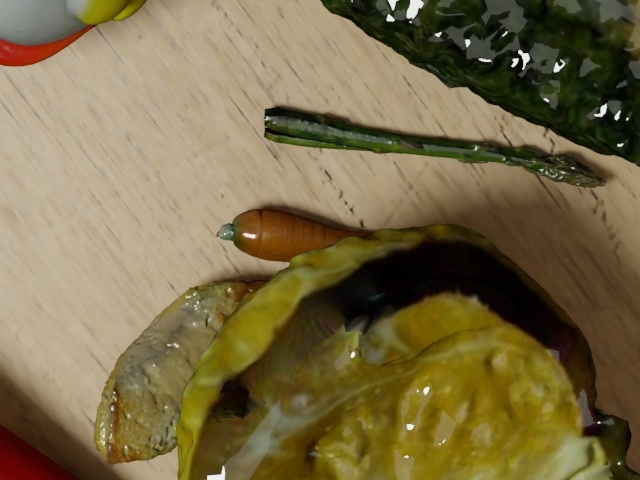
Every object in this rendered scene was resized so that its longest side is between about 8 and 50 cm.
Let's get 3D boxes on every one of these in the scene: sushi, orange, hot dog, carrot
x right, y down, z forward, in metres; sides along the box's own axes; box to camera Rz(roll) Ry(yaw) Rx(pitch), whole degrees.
[{"bbox_3d":[0.159,-0.215,0.847,0.352,0.178,0.294,29,97,-2],"label":"sushi"},{"bbox_3d":[0.049,0.173,0.903,0.270,0.210,0.369,-27,102,-18],"label":"orange"},{"bbox_3d":[-0.094,0.081,0.964,0.169,0.061,0.078,-42,108,-19],"label":"hot dog"},{"bbox_3d":[0.000,0.000,0.965,0.142,0.035,0.035,6,101,-9],"label":"carrot"}]

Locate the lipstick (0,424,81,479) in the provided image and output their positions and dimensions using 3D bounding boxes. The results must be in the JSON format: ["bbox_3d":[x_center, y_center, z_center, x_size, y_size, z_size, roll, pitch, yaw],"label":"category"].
[{"bbox_3d":[-0.234,0.148,0.945,0.279,0.073,0.073,40,99,-21],"label":"lipstick"}]

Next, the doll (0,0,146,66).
[{"bbox_3d":[-0.109,-0.217,0.839,0.105,0.200,0.336,44,102,-4],"label":"doll"}]

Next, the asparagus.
[{"bbox_3d":[0.076,-0.061,0.957,0.232,0.022,0.023,9,70,0],"label":"asparagus"}]
